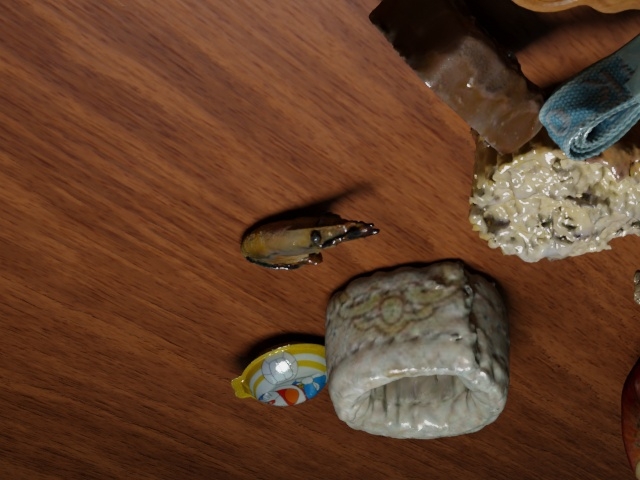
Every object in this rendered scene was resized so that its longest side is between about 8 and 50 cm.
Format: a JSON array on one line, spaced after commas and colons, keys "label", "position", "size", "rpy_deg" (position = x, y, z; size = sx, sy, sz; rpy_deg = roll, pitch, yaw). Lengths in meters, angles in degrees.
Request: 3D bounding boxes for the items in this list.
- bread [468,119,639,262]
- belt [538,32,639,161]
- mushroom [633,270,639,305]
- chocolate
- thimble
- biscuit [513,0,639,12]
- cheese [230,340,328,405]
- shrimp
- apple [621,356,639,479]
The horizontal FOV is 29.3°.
[{"label": "bread", "position": [0.317, -0.080, 1.535], "size": [0.274, 0.149, 0.274], "rpy_deg": [-1, 154, 0]}, {"label": "belt", "position": [0.371, -0.201, 1.315], "size": [0.302, 0.072, 0.087], "rpy_deg": [-39, 144, 11]}, {"label": "mushroom", "position": [0.543, 0.027, 1.767], "size": [0.099, 0.096, 0.278], "rpy_deg": [50, 142, 6]}, {"label": "chocolate", "position": [0.156, -0.196, 1.350], "size": [0.093, 0.148, 0.214], "rpy_deg": [-45, 139, 8]}, {"label": "thimble", "position": [0.157, 0.175, 1.896], "size": [0.291, 0.195, 0.291], "rpy_deg": [0, 149, 0]}, {"label": "biscuit", "position": [0.244, -0.316, 1.223], "size": [0.334, 0.047, 0.202], "rpy_deg": [17, 135, -32]}, {"label": "cheese", "position": [-0.017, 0.214, 2.069], "size": [0.270, 0.069, 0.177], "rpy_deg": [-16, 143, -2]}, {"label": "shrimp", "position": [-0.003, -0.007, 1.728], "size": [0.262, 0.066, 0.117], "rpy_deg": [-9, 165, 39]}, {"label": "apple", "position": [0.671, 0.268, 1.976], "size": [0.365, 0.295, 0.329], "rpy_deg": [-9, 175, 9]}]
